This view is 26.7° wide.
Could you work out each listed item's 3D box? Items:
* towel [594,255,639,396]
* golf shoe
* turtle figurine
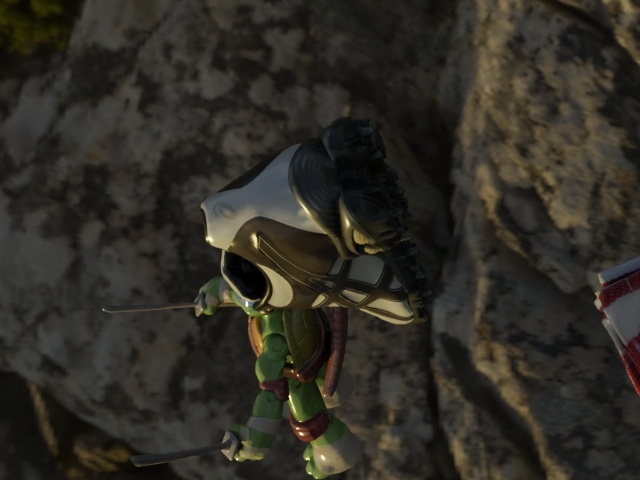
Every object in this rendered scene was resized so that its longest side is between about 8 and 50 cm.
[{"bbox_3d":[0.338,0.111,0.816,0.237,0.037,0.329,-26,110,16],"label":"towel"},{"bbox_3d":[0.000,0.000,0.658,0.093,0.198,0.077,-18,67,7],"label":"golf shoe"},{"bbox_3d":[-0.077,0.141,1.407,0.274,0.266,0.198,-45,45,-9],"label":"turtle figurine"}]
